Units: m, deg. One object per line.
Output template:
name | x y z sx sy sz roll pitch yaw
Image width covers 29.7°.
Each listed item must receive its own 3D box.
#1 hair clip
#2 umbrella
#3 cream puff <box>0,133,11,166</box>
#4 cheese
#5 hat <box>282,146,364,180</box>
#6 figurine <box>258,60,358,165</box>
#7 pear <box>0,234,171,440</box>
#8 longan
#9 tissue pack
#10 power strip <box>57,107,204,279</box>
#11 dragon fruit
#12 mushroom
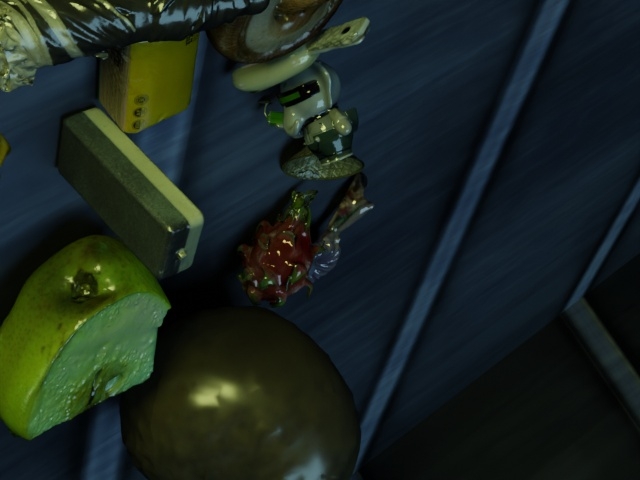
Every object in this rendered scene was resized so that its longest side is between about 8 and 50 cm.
hair clip | 0.006 0.003 2.342 0.300 0.069 0.173 -51 156 13
umbrella | -0.235 -0.273 1.445 0.357 0.106 0.113 -16 141 -19
cream puff | -0.439 -0.117 1.358 0.195 0.195 0.221 -46 158 3
cheese | -0.021 -0.280 1.743 0.050 0.235 0.127 49 57 -28
hat | 0.004 -0.157 2.112 0.146 0.067 0.146 -2 166 0
figurine | -0.010 -0.212 1.881 0.126 0.192 0.147 -21 -174 -20
pear | -0.372 0.117 1.825 0.286 0.176 0.282 -26 148 -43
longan | -0.140 0.314 2.188 0.404 0.435 0.404 -161 -90 -89
tissue pack | -0.225 -0.239 1.600 0.120 0.082 0.169 -29 151 -33
power strip | -0.254 -0.061 1.622 0.070 0.257 0.105 -26 150 -36
dragon fruit | -0.061 0.016 2.202 0.236 0.135 0.137 -61 150 -6
mushroom | -0.073 -0.339 1.626 0.194 0.138 0.231 -37 164 34
